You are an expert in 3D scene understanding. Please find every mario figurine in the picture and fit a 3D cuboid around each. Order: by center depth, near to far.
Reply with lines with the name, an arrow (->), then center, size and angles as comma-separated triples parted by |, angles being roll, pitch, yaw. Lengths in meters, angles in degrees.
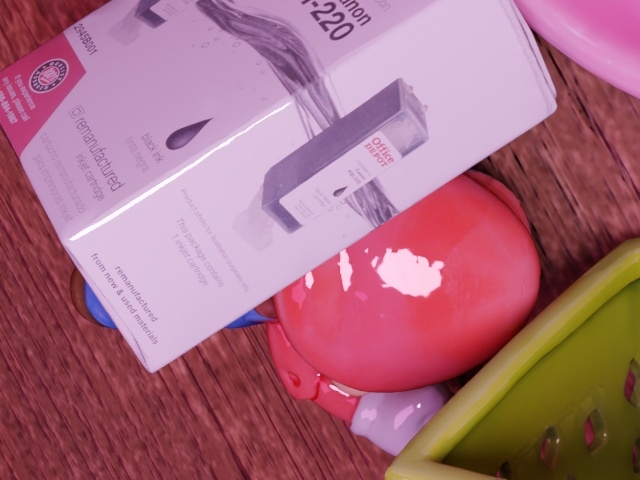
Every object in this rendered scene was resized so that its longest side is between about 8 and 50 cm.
mario figurine -> 0.000, 0.000, 1.018 | 0.320, 0.170, 0.198 | 10, 152, 49

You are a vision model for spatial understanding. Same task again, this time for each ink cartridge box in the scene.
ink cartridge box -> -0.026, -0.066, 0.874 | 0.092, 0.218, 0.158 | 61, 176, -39

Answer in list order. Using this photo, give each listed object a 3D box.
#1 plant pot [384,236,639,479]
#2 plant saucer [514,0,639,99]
plant pot -> 0.191, 0.144, 0.827 | 0.227, 0.228, 0.207 | 8, 121, 38
plant saucer -> 0.138, -0.204, 0.743 | 0.332, 0.084, 0.332 | 40, 152, 28
